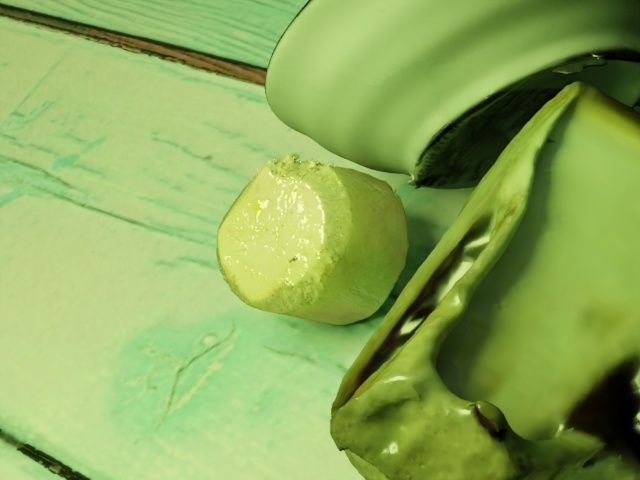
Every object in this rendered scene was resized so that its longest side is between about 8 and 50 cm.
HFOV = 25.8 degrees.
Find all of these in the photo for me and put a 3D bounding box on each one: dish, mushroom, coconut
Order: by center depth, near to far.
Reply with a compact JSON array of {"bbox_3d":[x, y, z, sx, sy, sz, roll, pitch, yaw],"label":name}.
[{"bbox_3d":[0.140,0.087,0.792,0.212,0.217,0.292,-49,3,38],"label":"mushroom"},{"bbox_3d":[0.126,-0.113,0.932,0.316,0.316,0.106,-23,71,1],"label":"dish"},{"bbox_3d":[0.000,0.000,0.958,0.116,0.122,0.116,-5,81,32],"label":"coconut"}]
